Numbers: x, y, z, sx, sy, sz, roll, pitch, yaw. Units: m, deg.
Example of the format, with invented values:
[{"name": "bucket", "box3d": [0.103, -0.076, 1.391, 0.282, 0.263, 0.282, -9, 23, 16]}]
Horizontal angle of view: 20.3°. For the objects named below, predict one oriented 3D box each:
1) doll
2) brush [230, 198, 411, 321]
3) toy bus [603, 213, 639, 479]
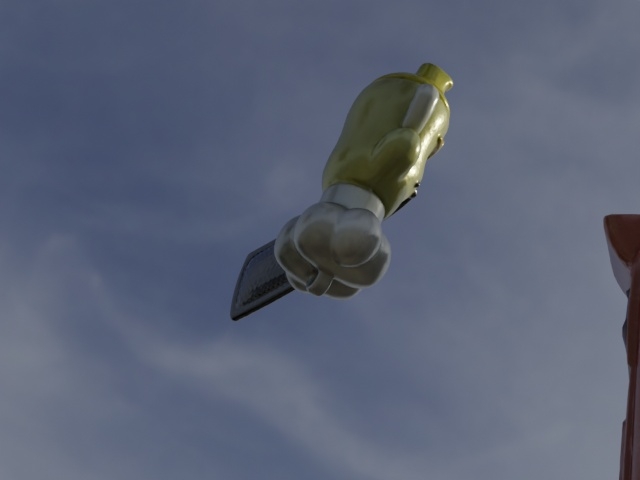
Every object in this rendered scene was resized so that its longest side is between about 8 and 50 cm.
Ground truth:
[{"name": "doll", "box3d": [0.028, -0.033, 1.062, 0.062, 0.162, 0.106, 34, -28, -9]}, {"name": "brush", "box3d": [0.000, 0.000, 1.215, 0.016, 0.063, 0.193, 34, -41, -27]}, {"name": "toy bus", "box3d": [0.271, 0.178, 1.004, 0.233, 0.427, 0.203, 2, -15, 12]}]
